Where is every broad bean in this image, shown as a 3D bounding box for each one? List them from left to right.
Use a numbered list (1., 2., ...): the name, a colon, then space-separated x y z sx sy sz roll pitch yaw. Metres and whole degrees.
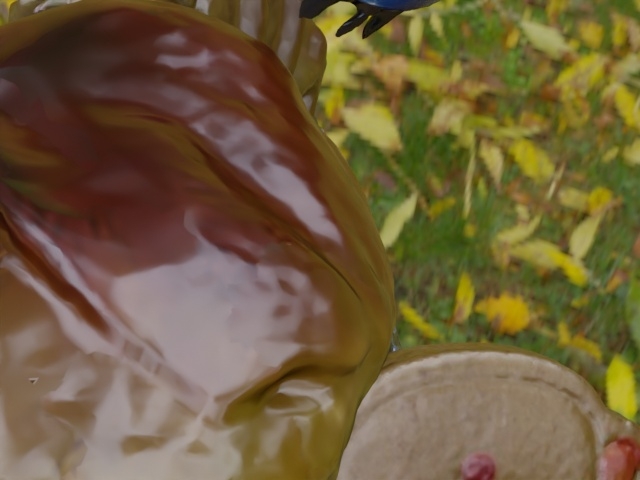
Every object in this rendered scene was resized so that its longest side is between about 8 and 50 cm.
1. broad bean: -0.057 0.017 0.488 0.156 0.122 0.228 2 37 -8

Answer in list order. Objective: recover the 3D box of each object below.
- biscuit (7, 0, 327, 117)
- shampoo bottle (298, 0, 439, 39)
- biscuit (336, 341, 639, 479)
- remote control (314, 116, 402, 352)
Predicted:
1. biscuit: -0.100 0.009 0.907 0.115 0.366 0.268 26 19 14
2. shampoo bottle: 0.062 -0.132 0.632 0.087 0.183 0.050 -16 78 -49
3. biscuit: 0.116 0.267 1.436 0.359 0.074 0.381 -1 103 -17
4. remote control: 0.000 0.000 1.487 0.066 0.090 0.266 -18 98 11
